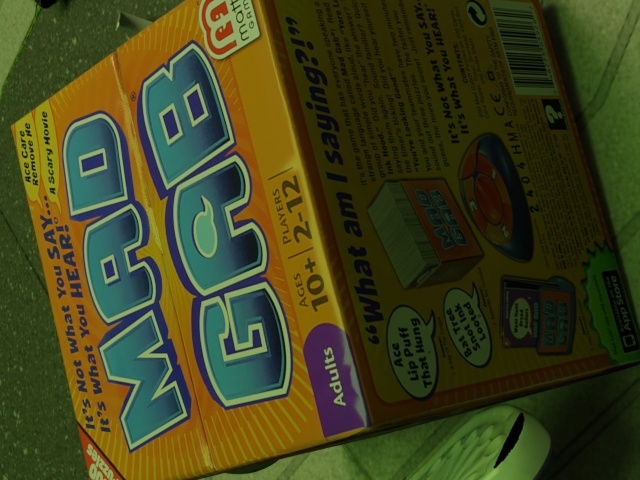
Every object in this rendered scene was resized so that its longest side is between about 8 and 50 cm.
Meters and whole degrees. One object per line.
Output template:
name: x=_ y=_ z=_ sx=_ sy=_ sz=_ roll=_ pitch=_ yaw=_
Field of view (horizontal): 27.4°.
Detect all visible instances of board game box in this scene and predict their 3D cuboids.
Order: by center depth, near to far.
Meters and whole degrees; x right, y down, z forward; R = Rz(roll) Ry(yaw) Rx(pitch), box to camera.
board game box: x=0.000 y=0.000 z=1.164 sx=0.356 sy=0.356 sz=0.356 roll=-23 pitch=77 yaw=44

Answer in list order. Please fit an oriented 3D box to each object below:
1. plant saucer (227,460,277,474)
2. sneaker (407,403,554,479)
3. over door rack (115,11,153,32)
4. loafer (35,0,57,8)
plant saucer: x=-0.090 y=0.081 z=1.363 sx=0.044 sy=0.318 sz=0.317 roll=-19 pitch=76 yaw=34
sneaker: x=0.180 y=0.283 z=1.126 sx=0.236 sy=0.130 sz=0.323 roll=36 pitch=143 yaw=-1
over door rack: x=-0.142 y=-0.278 z=1.586 sx=0.239 sy=0.108 sz=0.324 roll=-65 pitch=32 yaw=30
loafer: x=-0.353 y=-0.399 z=1.863 sx=0.220 sy=0.080 sz=0.078 roll=-31 pitch=77 yaw=53
